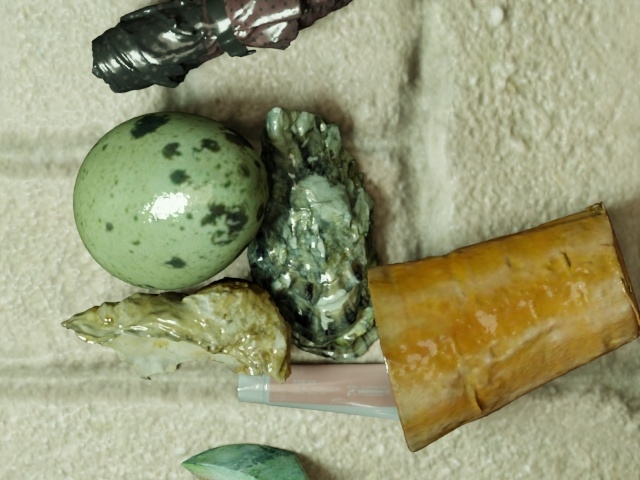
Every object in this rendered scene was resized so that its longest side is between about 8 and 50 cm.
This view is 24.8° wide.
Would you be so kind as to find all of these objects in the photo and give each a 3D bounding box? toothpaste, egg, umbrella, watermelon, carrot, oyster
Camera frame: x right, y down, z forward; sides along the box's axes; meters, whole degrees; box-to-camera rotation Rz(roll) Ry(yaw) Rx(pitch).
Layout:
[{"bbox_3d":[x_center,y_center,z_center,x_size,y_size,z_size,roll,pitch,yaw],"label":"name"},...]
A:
[{"bbox_3d":[0.011,0.155,1.537,0.194,0.043,0.067,3,98,2],"label":"toothpaste"},{"bbox_3d":[-0.143,-0.042,1.428,0.228,0.177,0.177,-15,102,50],"label":"egg"},{"bbox_3d":[-0.072,-0.223,1.437,0.326,0.090,0.094,-17,77,12],"label":"umbrella"},{"bbox_3d":[-0.061,0.266,1.559,0.180,0.081,0.094,32,122,17],"label":"watermelon"},{"bbox_3d":[0.184,0.084,1.418,0.254,0.196,0.196,-17,99,6],"label":"carrot"},{"bbox_3d":[-0.139,0.089,1.500,0.232,0.161,0.107,4,81,14],"label":"oyster"},{"bbox_3d":[0.001,-0.001,1.492,0.199,0.087,0.252,26,117,3],"label":"oyster"}]
